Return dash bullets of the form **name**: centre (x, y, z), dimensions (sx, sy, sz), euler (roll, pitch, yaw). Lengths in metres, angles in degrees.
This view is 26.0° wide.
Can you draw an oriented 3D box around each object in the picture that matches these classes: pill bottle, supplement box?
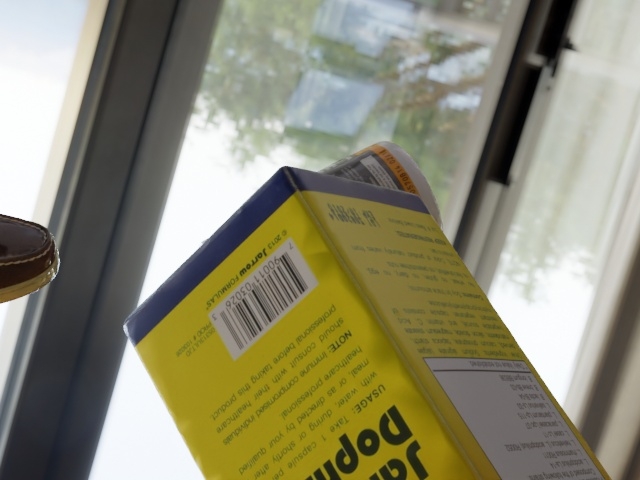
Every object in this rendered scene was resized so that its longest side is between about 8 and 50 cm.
- **pill bottle**: centre (0.000, 0.000, 1.730), dimensions (0.278, 0.162, 0.162), euler (-26, -157, -14)
- **supplement box**: centre (0.048, 0.148, 1.020), dimensions (0.194, 0.195, 0.356), euler (9, -137, -55)

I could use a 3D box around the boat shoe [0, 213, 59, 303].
- **boat shoe**: centre (-0.431, -0.013, 1.383), dimensions (0.342, 0.123, 0.123), euler (5, -145, -13)
